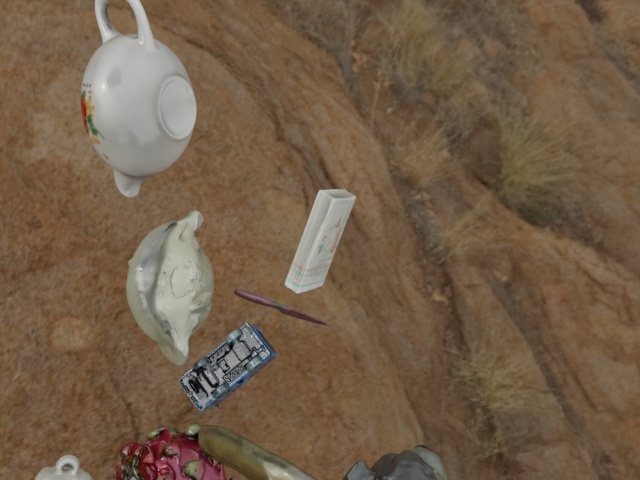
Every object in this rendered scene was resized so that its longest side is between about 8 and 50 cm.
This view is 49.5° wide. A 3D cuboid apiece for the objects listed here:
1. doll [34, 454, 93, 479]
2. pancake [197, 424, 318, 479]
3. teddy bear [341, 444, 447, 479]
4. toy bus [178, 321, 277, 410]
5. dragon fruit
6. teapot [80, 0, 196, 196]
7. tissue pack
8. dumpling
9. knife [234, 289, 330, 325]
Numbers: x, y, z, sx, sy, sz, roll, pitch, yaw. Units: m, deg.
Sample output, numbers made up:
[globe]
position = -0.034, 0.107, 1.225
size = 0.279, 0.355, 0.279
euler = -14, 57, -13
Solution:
[doll]
position = -0.327, 0.395, 0.820
size = 0.138, 0.119, 0.293
euler = 14, 93, -12
[pancake]
position = -0.003, 0.212, 0.554
size = 0.235, 0.212, 0.029
euler = 40, 68, -17
[teddy bear]
position = 0.122, 0.308, 0.742
size = 0.144, 0.171, 0.251
euler = -57, 145, -48
[toy bus]
position = -0.186, 0.261, 1.423
size = 0.185, 0.106, 0.090
euler = -39, 76, 1
[dragon fruit]
position = -0.238, 0.444, 1.179
size = 0.198, 0.218, 0.272
euler = -21, 95, -49
[teapot]
position = -0.187, -0.151, 0.729
size = 0.145, 0.092, 0.226
euler = -44, 133, -60
[tissue pack]
position = 0.000, 0.000, 0.716
size = 0.023, 0.108, 0.056
euler = 29, 18, 24
[dumpling]
position = -0.331, 0.094, 1.433
size = 0.187, 0.243, 0.318
euler = 17, 72, -38
[knife]
position = -0.093, 0.167, 1.685
size = 0.247, 0.035, 0.018
euler = 21, 56, -6
